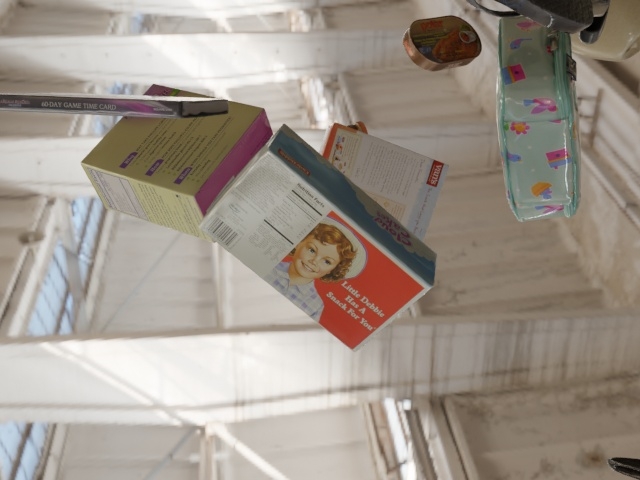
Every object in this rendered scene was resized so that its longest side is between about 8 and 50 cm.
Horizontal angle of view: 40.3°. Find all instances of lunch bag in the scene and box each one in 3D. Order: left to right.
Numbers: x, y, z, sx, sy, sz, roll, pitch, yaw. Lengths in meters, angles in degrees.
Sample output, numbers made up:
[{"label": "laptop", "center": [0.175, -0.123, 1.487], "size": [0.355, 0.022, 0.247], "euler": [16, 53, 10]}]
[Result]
[{"label": "lunch bag", "center": [0.320, -0.186, 1.265], "size": [0.108, 0.279, 0.224], "euler": [-2, -135, 18]}]

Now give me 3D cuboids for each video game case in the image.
[{"label": "video game case", "center": [-0.284, -0.184, 1.178], "size": [0.274, 0.026, 0.196], "euler": [5, -169, 11]}]

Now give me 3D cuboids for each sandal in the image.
[{"label": "sandal", "center": [0.155, -0.269, 0.852], "size": [0.255, 0.054, 0.097], "euler": [17, -117, -18]}]

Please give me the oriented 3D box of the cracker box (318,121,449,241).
[{"label": "cracker box", "center": [0.101, -0.104, 1.604], "size": [0.232, 0.155, 0.067], "euler": [20, 180, -10]}]

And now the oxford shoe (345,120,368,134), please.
[{"label": "oxford shoe", "center": [0.005, -0.078, 1.764], "size": [0.133, 0.363, 0.130], "euler": [6, -147, -21]}]

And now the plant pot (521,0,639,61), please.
[{"label": "plant pot", "center": [0.541, -0.444, 1.613], "size": [0.284, 0.284, 0.191], "euler": [-27, -107, -40]}]

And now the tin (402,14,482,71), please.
[{"label": "tin", "center": [0.242, -0.393, 1.735], "size": [0.190, 0.040, 0.106], "euler": [-17, -102, -37]}]

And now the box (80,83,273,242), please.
[{"label": "box", "center": [-0.232, -0.136, 1.471], "size": [0.243, 0.117, 0.213], "euler": [17, -124, 26]}]

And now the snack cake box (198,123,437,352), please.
[{"label": "snack cake box", "center": [0.000, 0.000, 1.100], "size": [0.264, 0.152, 0.089], "euler": [40, -152, -10]}]

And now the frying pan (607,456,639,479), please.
[{"label": "frying pan", "center": [0.476, 0.270, 0.875], "size": [0.053, 0.197, 0.326], "euler": [-52, -165, -27]}]

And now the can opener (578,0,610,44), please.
[{"label": "can opener", "center": [0.423, -0.418, 1.293], "size": [0.074, 0.093, 0.280], "euler": [22, -112, 19]}]
